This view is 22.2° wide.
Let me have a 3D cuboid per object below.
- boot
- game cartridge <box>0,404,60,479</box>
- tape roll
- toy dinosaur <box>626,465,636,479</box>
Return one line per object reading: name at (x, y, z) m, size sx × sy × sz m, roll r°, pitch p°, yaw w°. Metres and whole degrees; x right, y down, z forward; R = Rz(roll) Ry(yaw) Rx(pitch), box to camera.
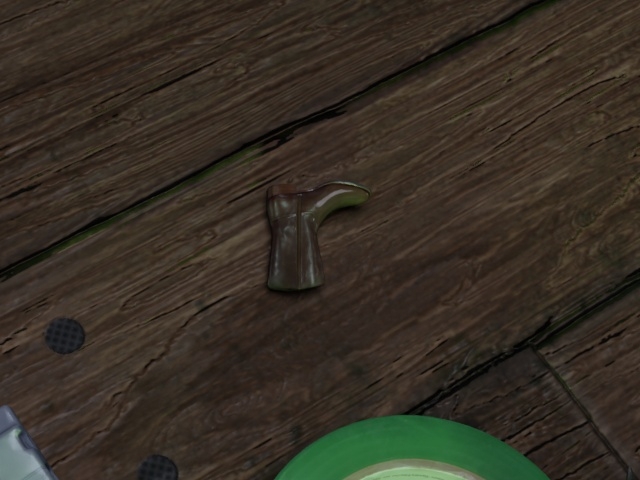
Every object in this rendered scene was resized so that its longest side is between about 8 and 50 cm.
boot at (0.000, 0.000, 1.556) m, size 0.106 × 0.037 × 0.114 m, roll -4°, pitch 60°, yaw -1°
game cartridge at (-0.229, 0.292, 1.179) m, size 0.196 × 0.060 × 0.294 m, roll -33°, pitch 77°, yaw -11°
tape roll at (0.082, 0.311, 1.389) m, size 0.321 × 0.077 × 0.321 m, roll 6°, pitch 61°, yaw -11°
toy dinosaur at (0.309, 0.340, 1.393) m, size 0.160 × 0.121 × 0.313 m, roll 1°, pitch 71°, yaw -34°
